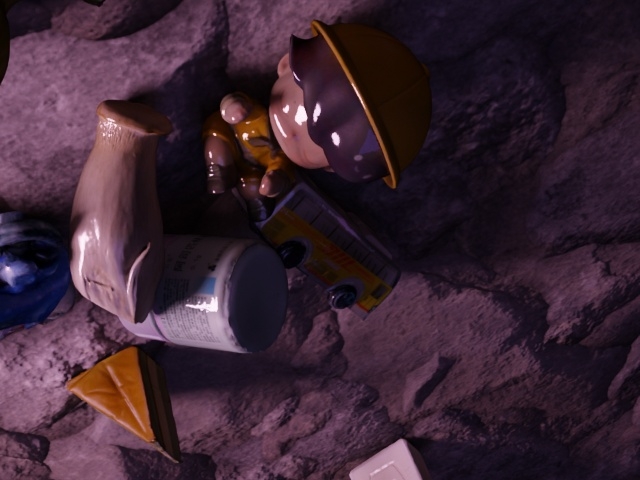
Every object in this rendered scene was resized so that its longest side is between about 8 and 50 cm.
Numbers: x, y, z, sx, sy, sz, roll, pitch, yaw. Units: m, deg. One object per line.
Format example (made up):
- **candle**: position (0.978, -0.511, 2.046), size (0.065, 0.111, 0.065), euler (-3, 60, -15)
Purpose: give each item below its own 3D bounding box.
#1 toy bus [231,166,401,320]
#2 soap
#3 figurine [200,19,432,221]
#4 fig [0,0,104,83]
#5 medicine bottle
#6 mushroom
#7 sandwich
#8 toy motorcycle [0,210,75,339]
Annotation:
- **toy bus**: position (0.000, 0.000, 1.352), size (0.106, 0.092, 0.268), euler (-42, 136, 6)
- **soap**: position (0.134, 0.434, 1.795), size (0.121, 0.183, 0.064), euler (-34, 138, 13)
- **figurine**: position (-0.006, -0.131, 1.156), size (0.256, 0.167, 0.192), euler (-13, 131, 26)
- **fig**: position (-0.305, -0.200, 0.990), size (0.245, 0.149, 0.149), euler (-34, 145, -27)
- **medicine bottle**: position (-0.140, 0.059, 1.264), size (0.168, 0.135, 0.135), euler (3, 150, 31)
- **mushroom**: position (-0.210, -0.023, 1.147), size (0.108, 0.096, 0.247), euler (-3, 104, -26)
- **sandwich**: position (-0.256, 0.236, 1.422), size (0.113, 0.163, 0.079), euler (-29, 138, 8)
- **toy motorcycle**: position (-0.410, 0.051, 1.186), size (0.319, 0.241, 0.182), euler (-19, 99, 2)
